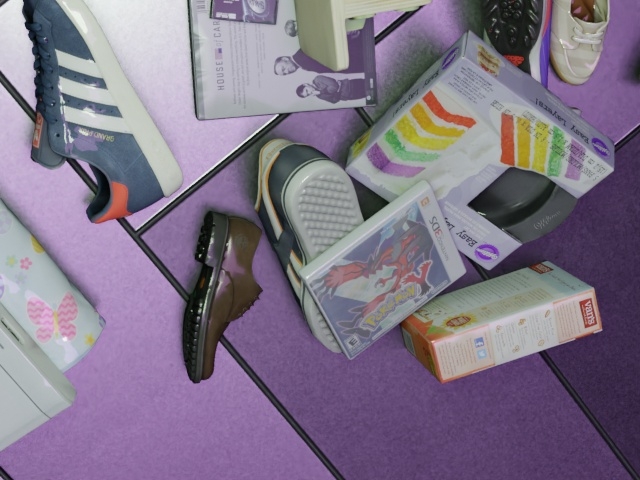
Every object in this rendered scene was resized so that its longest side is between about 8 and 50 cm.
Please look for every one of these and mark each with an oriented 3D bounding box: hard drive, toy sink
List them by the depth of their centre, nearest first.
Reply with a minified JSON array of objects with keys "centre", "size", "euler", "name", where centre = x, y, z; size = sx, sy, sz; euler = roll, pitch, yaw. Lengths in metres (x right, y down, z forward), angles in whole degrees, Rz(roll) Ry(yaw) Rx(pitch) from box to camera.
[{"centre":[0.046,-0.339,1.714],"size":[0.131,0.153,0.234],"euler":[-12,111,-15],"name":"toy sink"},{"centre":[-0.509,0.198,1.734],"size":[0.353,0.047,0.233],"euler":[-33,109,15],"name":"hard drive"}]

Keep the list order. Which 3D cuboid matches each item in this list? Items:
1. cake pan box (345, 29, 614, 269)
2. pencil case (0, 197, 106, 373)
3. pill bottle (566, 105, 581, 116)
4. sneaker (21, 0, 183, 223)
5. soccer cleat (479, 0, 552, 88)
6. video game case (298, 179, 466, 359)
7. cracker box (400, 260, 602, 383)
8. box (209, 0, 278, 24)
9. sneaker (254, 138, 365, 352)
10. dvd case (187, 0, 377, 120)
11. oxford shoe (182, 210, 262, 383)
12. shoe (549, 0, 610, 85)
[{"centre":[0.207,-0.105,1.826],"size":[0.267,0.070,0.246],"euler":[35,130,-18],"name":"cake pan box"},{"centre":[-0.389,0.048,1.751],"size":[0.124,0.113,0.273],"euler":[-43,109,-13],"name":"pencil case"},{"centre":[0.312,-0.124,1.912],"size":[0.065,0.065,0.116],"euler":[4,101,-15],"name":"pill bottle"},{"centre":[-0.308,-0.174,1.713],"size":[0.148,0.131,0.350],"euler":[-33,108,-10],"name":"sneaker"},{"centre":[0.258,-0.230,1.861],"size":[0.109,0.116,0.318],"euler":[9,119,20],"name":"soccer cleat"},{"centre":[0.084,0.041,1.830],"size":[0.201,0.023,0.183],"euler":[-36,136,-8],"name":"video game case"},{"centre":[0.237,0.106,1.897],"size":[0.232,0.156,0.067],"euler":[-18,106,-9],"name":"cracker box"},{"centre":[-0.094,-0.305,1.764],"size":[0.083,0.018,0.067],"euler":[4,101,-15],"name":"box"},{"centre":[0.000,0.000,1.842],"size":[0.126,0.127,0.321],"euler":[-28,133,-18],"name":"sneaker"},{"centre":[-0.047,-0.252,1.814],"size":[0.239,0.029,0.179],"euler":[-6,104,-12],"name":"dvd case"},{"centre":[-0.122,0.082,1.843],"size":[0.096,0.083,0.227],"euler":[11,100,-20],"name":"oxford shoe"},{"centre":[0.343,-0.313,1.881],"size":[0.077,0.058,0.219],"euler":[-5,103,-13],"name":"shoe"}]
